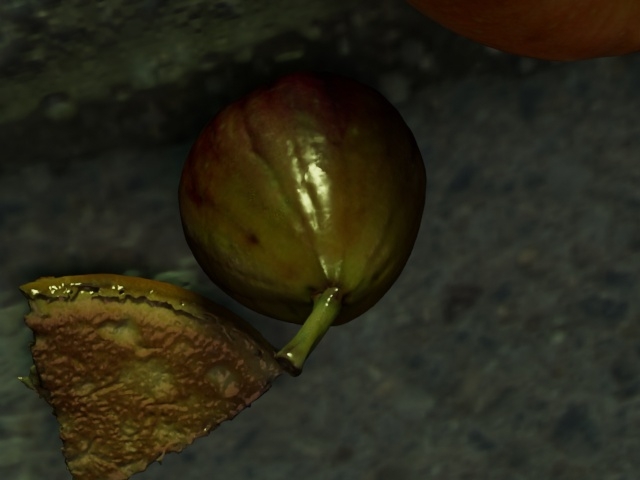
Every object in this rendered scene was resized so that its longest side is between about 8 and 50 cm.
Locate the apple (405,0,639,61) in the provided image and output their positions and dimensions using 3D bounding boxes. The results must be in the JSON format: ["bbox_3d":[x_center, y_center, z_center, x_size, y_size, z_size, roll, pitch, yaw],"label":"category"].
[{"bbox_3d":[0.077,-0.139,0.578,0.163,0.139,0.163,-15,142,-12],"label":"apple"}]

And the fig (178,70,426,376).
[{"bbox_3d":[0.000,0.000,0.657,0.088,0.125,0.089,-7,127,-9],"label":"fig"}]

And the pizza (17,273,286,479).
[{"bbox_3d":[-0.077,0.042,0.727,0.100,0.029,0.099,-37,121,6],"label":"pizza"}]
